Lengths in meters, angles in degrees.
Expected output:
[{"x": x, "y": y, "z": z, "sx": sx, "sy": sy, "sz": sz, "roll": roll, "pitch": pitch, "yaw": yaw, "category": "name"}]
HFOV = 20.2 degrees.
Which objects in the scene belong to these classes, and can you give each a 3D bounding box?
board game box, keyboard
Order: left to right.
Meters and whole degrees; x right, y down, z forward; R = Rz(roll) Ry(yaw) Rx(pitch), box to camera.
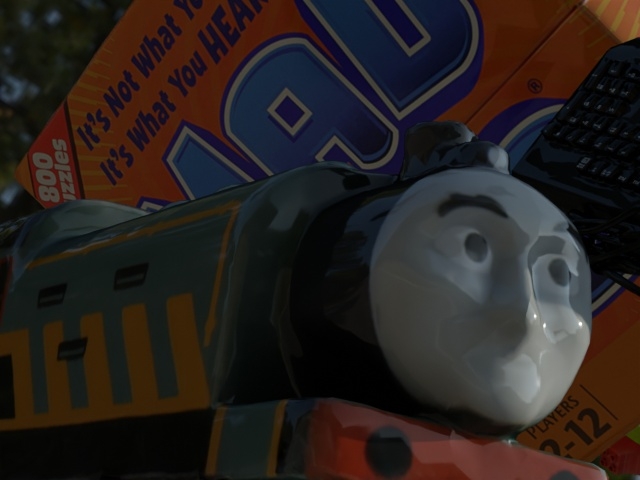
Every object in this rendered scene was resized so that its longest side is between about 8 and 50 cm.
[{"x": 0.113, "y": -0.094, "z": 1.090, "sx": 0.356, "sy": 0.356, "sz": 0.356, "roll": 44, "pitch": -50, "yaw": 1, "category": "board game box"}, {"x": 0.118, "y": -0.023, "z": 0.572, "sx": 0.038, "sy": 0.100, "sz": 0.192, "roll": 37, "pitch": -6, "yaw": -27, "category": "keyboard"}]

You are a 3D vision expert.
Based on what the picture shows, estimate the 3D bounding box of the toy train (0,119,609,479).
[{"x": -0.043, "y": 0.073, "z": 0.555, "sx": 0.142, "sy": 0.190, "sz": 0.334, "roll": 16, "pitch": -16, "yaw": -30, "category": "toy train"}]

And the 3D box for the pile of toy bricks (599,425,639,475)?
[{"x": 0.244, "y": 0.124, "z": 1.045, "sx": 0.212, "sy": 0.105, "sz": 0.118, "roll": 33, "pitch": -51, "yaw": 46, "category": "pile of toy bricks"}]
